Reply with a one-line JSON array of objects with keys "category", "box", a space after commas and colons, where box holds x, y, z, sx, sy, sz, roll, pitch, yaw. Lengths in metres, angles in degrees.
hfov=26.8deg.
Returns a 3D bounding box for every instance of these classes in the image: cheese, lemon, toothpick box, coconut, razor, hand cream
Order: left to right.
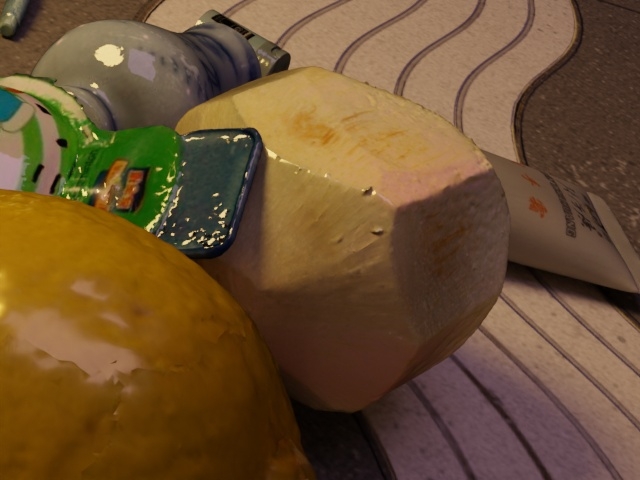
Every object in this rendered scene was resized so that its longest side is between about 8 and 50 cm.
[{"category": "cheese", "box": [-0.190, -0.029, 0.819, 0.320, 0.083, 0.204, -2, 52, 22]}, {"category": "lemon", "box": [-0.145, 0.091, 0.655, 0.263, 0.236, 0.236, 44, 37, 11]}, {"category": "razor", "box": [-0.263, -0.223, 1.189, 0.068, 0.040, 0.135, 17, 39, -12]}, {"category": "toothpick box", "box": [-0.075, -0.168, 1.219, 0.083, 0.052, 0.052, 32, 34, 12]}, {"category": "coconut", "box": [0.000, 0.000, 0.877, 0.236, 0.197, 0.237, 17, 38, -14]}, {"category": "hand cream", "box": [0.148, -0.024, 1.148, 0.314, 0.089, 0.140, 15, 35, -30]}]

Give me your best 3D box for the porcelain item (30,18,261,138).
[{"category": "porcelain item", "box": [-0.132, -0.106, 1.028, 0.141, 0.141, 0.259, 32, 25, 10]}]
